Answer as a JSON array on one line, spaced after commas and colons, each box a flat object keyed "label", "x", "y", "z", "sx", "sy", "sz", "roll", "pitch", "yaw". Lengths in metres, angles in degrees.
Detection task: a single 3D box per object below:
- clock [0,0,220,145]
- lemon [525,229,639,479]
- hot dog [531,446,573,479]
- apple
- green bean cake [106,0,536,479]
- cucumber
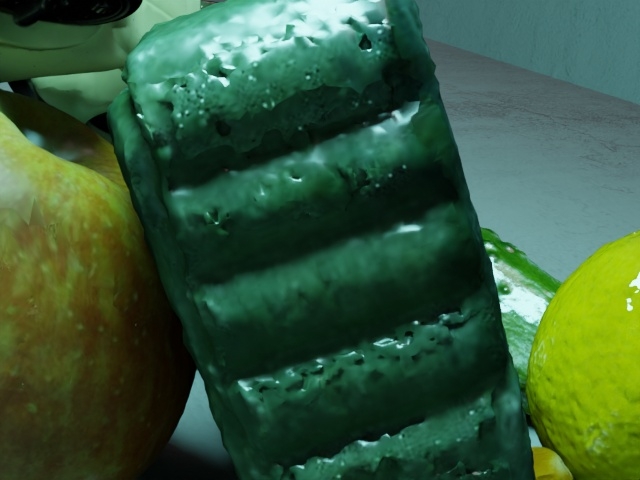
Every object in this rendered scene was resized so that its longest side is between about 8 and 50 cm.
[{"label": "clock", "x": -0.175, "y": -0.134, "z": 0.893, "sx": 0.276, "sy": 0.120, "sz": 0.379, "roll": -4, "pitch": -13, "yaw": 24}, {"label": "lemon", "x": 0.238, "y": 0.091, "z": 0.857, "sx": 0.192, "sy": 0.231, "sz": 0.192, "roll": 17, "pitch": 37, "yaw": -14}, {"label": "hot dog", "x": 0.091, "y": 0.179, "z": 0.744, "sx": 0.109, "sy": 0.072, "sz": 0.269, "roll": 13, "pitch": 16, "yaw": 13}, {"label": "apple", "x": -0.214, "y": 0.023, "z": 0.753, "sx": 0.309, "sy": 0.250, "sz": 0.277, "roll": -5, "pitch": 22, "yaw": -42}, {"label": "green bean cake", "x": 0.000, "y": 0.000, "z": 0.755, "sx": 0.169, "sy": 0.300, "sz": 0.308, "roll": -17, "pitch": 10, "yaw": 2}, {"label": "cucumber", "x": 0.167, "y": 0.084, "z": 1.026, "sx": 0.244, "sy": 0.134, "sz": 0.134, "roll": 35, "pitch": 28, "yaw": 33}]
